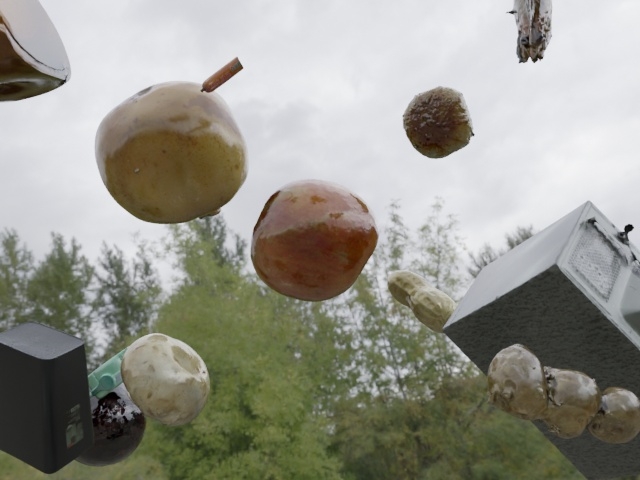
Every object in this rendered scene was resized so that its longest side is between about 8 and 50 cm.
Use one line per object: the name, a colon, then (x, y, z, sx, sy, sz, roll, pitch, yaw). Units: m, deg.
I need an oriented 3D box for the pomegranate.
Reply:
pomegranate: (-0.384, -0.218, 1.475, 0.416, 0.417, 0.416, -9, -25, -4)

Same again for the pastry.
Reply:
pastry: (0.319, -0.322, 1.519, 0.182, 0.192, 0.093, -19, 0, 30)

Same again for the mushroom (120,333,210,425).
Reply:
mushroom: (-0.268, 0.242, 0.949, 0.127, 0.166, 0.166, -48, -32, 4)

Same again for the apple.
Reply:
apple: (0.000, 0.000, 1.270, 0.301, 0.301, 0.301, -9, -25, -4)

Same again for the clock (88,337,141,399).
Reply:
clock: (-0.502, 0.323, 1.351, 0.211, 0.066, 0.159, -37, 0, -28)

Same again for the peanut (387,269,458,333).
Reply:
peanut: (0.297, 0.176, 1.643, 0.125, 0.274, 0.111, 9, -70, -42)

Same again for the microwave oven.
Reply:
microwave oven: (0.528, 0.199, 1.067, 0.236, 0.432, 0.374, -43, -3, -41)

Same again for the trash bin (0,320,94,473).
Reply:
trash bin: (-0.519, 0.284, 1.031, 0.165, 0.225, 0.115, 14, 18, 22)

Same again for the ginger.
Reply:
ginger: (0.313, 0.200, 0.704, 0.204, 0.104, 0.080, 22, -44, 3)

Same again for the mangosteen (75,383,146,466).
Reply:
mangosteen: (-0.584, 0.494, 1.496, 0.228, 0.228, 0.265, -3, -22, -16)

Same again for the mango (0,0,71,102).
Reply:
mango: (-0.334, -0.190, 0.500, 0.166, 0.136, 0.236, -15, 5, -3)

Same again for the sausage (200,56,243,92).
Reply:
sausage: (-0.214, -0.352, 1.188, 0.107, 0.031, 0.031, -39, -25, -7)

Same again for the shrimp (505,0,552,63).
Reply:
shrimp: (0.354, -0.370, 0.915, 0.068, 0.249, 0.150, -8, -45, 37)
